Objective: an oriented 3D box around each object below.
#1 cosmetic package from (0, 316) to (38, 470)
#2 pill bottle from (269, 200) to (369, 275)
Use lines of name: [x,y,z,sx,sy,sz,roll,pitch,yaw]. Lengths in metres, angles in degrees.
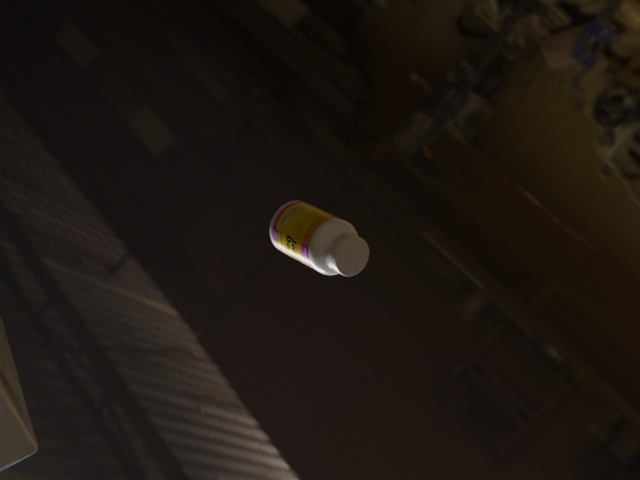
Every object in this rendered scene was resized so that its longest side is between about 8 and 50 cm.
cosmetic package: [-0.393,0.138,0.872,0.097,0.284,0.377,65,166,-18]
pill bottle: [0.000,0.000,0.825,0.043,0.043,0.083,38,172,-38]
